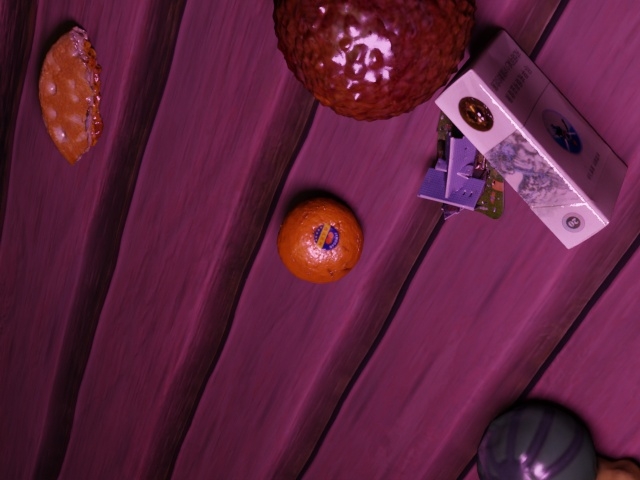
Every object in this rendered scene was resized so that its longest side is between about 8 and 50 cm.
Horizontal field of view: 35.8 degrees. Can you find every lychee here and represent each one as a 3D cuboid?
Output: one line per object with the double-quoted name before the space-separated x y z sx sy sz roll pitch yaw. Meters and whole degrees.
"lychee" 0.064 -0.276 1.233 0.261 0.260 0.260 14 126 20

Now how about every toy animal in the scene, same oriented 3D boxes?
"toy animal" 0.388 0.408 1.551 0.338 0.191 0.216 47 130 -6

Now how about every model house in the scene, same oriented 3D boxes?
"model house" 0.200 -0.092 1.393 0.117 0.088 0.167 18 127 18

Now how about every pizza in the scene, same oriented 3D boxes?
"pizza" -0.411 -0.239 1.648 0.127 0.058 0.246 11 123 23

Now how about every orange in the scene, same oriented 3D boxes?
"orange" -0.002 0.002 1.543 0.135 0.135 0.117 42 164 -2

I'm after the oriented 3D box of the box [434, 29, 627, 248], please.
"box" 0.276 -0.134 1.275 0.256 0.164 0.069 47 128 -6
